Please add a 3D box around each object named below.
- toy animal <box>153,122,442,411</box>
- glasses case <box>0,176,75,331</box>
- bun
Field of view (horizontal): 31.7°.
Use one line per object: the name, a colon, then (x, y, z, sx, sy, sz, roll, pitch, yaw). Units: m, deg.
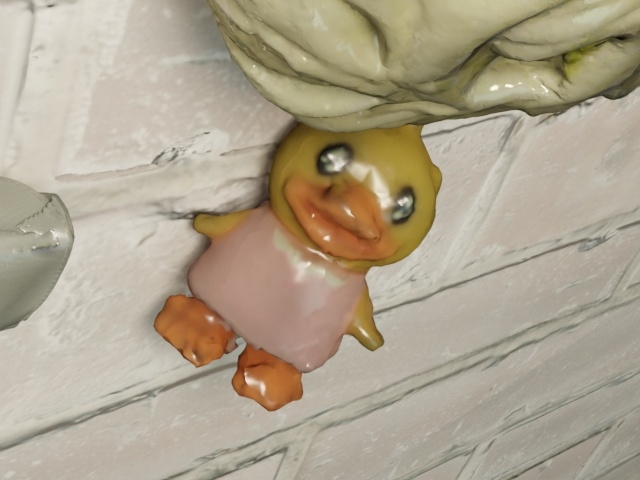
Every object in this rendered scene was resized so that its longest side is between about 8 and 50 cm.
toy animal: (0.002, -0.003, 0.943, 0.281, 0.195, 0.169, -53, -172, 29)
glasses case: (-0.313, 0.041, 0.710, 0.308, 0.083, 0.128, -18, 150, -35)
bun: (0.104, -0.180, 0.667, 0.360, 0.211, 0.360, -16, 170, -3)
